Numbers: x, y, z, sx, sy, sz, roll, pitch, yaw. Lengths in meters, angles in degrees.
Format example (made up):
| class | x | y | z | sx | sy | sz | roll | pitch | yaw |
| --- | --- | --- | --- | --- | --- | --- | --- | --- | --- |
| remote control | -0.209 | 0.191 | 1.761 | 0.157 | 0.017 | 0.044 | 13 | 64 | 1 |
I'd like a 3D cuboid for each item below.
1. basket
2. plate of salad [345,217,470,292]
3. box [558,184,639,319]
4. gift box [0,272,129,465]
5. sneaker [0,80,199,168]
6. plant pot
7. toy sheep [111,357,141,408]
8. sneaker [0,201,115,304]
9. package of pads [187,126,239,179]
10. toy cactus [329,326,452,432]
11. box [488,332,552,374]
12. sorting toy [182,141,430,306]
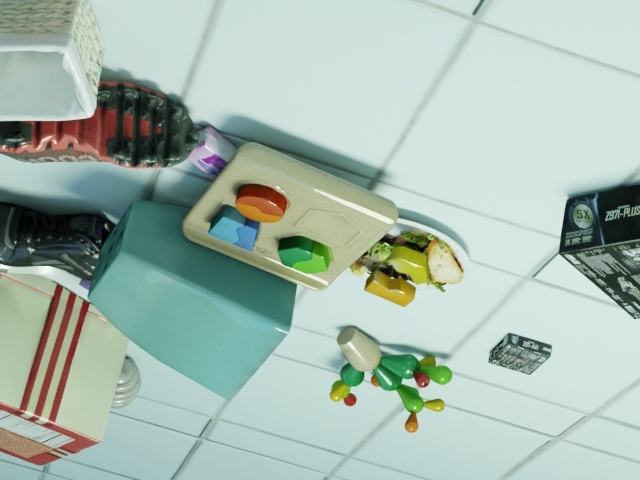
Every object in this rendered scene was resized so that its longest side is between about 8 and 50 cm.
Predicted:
| class | x | y | z | sx | sy | sz | roll | pitch | yaw |
| --- | --- | --- | --- | --- | --- | --- | --- | --- | --- |
| basket | -0.322 | -0.201 | 1.671 | 0.167 | 0.103 | 0.113 | 0 | 142 | 10 |
| plate of salad | 0.092 | 0.025 | 2.019 | 0.200 | 0.048 | 0.200 | 10 | 154 | 5 |
| box | 0.388 | 0.013 | 1.822 | 0.147 | 0.077 | 0.180 | -11 | 145 | 40 |
| gift box | -0.434 | 0.149 | 2.268 | 0.276 | 0.258 | 0.255 | 30 | 149 | -29 |
| sneaker | -0.283 | -0.136 | 1.824 | 0.276 | 0.097 | 0.135 | 5 | 178 | -15 |
| plant pot | -0.172 | 0.061 | 2.044 | 0.234 | 0.165 | 0.165 | 26 | 129 | -17 |
| toy sheep | -0.338 | 0.230 | 2.586 | 0.091 | 0.091 | 0.132 | 14 | 149 | -1 |
| sneaker | -0.353 | -0.009 | 2.129 | 0.283 | 0.107 | 0.124 | 22 | 138 | -25 |
| package of pads | -0.126 | -0.102 | 1.884 | 0.050 | 0.032 | 0.083 | -11 | 145 | 39 |
| toy cactus | 0.082 | 0.201 | 2.331 | 0.219 | 0.112 | 0.180 | -2 | 141 | 45 |
| box | 0.284 | 0.162 | 2.234 | 0.067 | 0.018 | 0.083 | 16 | 154 | -7 |
| sorting toy | 0.000 | 0.000 | 1.928 | 0.307 | 0.041 | 0.229 | 23 | 148 | -13 |
